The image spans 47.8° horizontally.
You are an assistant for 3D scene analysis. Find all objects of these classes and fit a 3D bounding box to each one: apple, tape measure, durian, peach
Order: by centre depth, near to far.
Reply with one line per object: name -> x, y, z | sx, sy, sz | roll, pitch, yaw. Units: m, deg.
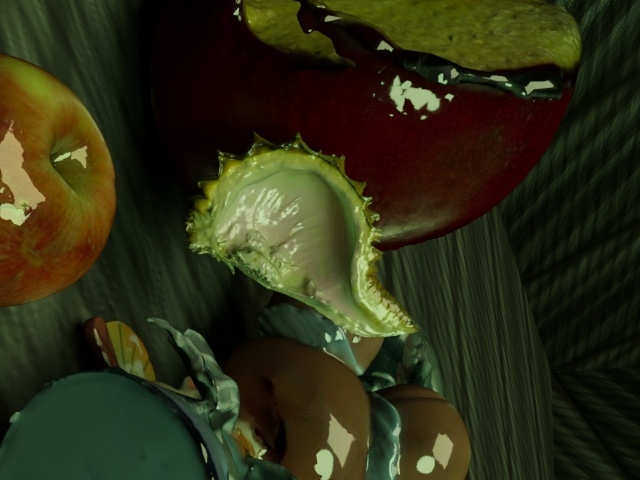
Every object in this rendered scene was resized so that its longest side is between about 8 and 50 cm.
apple -> -0.215, -0.037, 0.457 | 0.163, 0.139, 0.163 | -12, 90, -79
durian -> -0.005, 0.003, 0.615 | 0.224, 0.140, 0.078 | 42, 2, -7
peach -> 0.051, -0.169, 0.753 | 0.353, 0.417, 0.339 | 55, 28, -42
tape measure -> 0.088, 0.238, 0.993 | 0.256, 0.147, 0.274 | -46, 124, -61

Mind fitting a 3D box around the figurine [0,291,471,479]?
figurine -> -0.051, 0.163, 0.631 | 0.276, 0.248, 0.388 | 61, 17, 17
